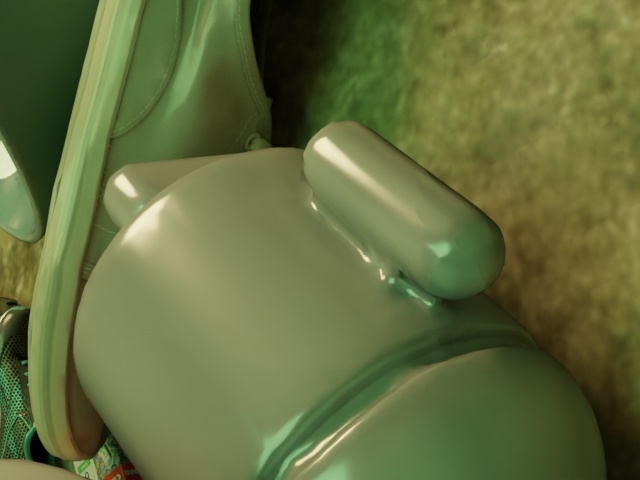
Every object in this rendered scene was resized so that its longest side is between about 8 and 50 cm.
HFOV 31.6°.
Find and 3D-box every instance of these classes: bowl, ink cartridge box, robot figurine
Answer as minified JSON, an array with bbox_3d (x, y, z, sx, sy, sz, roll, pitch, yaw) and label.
[{"bbox_3d":[-0.252,-0.167,0.878,0.311,0.163,0.311,42,157,23],"label":"bowl"},{"bbox_3d":[-0.162,0.185,0.889,0.063,0.029,0.115,-44,56,35],"label":"ink cartridge box"},{"bbox_3d":[0.005,0.087,0.593,0.353,0.199,0.300,46,135,37],"label":"robot figurine"}]

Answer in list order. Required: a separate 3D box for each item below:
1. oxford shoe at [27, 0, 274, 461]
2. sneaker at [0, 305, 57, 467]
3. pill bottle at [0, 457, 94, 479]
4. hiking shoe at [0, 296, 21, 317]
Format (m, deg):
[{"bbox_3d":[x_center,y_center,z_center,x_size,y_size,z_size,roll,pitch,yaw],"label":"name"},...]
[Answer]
[{"bbox_3d":[-0.105,-0.045,0.785,0.169,0.130,0.449,-86,12,-78],"label":"oxford shoe"},{"bbox_3d":[-0.248,0.140,0.977,0.076,0.065,0.167,0,88,30],"label":"sneaker"},{"bbox_3d":[-0.157,0.233,0.595,0.392,0.224,0.224,91,170,-74],"label":"pill bottle"},{"bbox_3d":[-0.375,0.073,1.067,0.227,0.114,0.086,1,85,47],"label":"hiking shoe"}]
